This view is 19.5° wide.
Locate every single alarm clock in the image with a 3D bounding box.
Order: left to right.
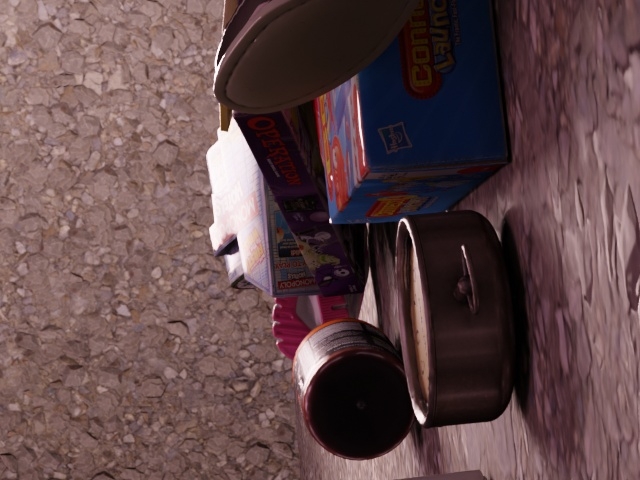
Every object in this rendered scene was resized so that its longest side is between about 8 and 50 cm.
[{"bbox_3d":[0.083,0.042,1.106,0.192,0.064,0.129,91,173,-76],"label":"alarm clock"}]

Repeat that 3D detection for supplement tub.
[{"bbox_3d":[0.028,0.132,1.736,0.198,0.106,0.106,-116,21,-80],"label":"supplement tub"}]

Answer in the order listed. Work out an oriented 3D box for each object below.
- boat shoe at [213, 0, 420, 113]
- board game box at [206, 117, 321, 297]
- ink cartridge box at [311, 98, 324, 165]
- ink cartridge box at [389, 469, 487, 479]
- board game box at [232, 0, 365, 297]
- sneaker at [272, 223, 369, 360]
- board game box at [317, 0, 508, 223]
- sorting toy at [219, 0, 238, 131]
[{"bbox_3d":[0.017,-0.157,1.022,0.227,0.081,0.069,-41,49,33],"label":"boat shoe"},{"bbox_3d":[-0.060,-0.023,1.858,0.194,0.060,0.194,-37,60,58],"label":"board game box"},{"bbox_3d":[0.025,-0.189,1.500,0.134,0.078,0.231,-99,4,-66],"label":"ink cartridge box"},{"bbox_3d":[0.028,0.243,1.260,0.082,0.190,0.140,88,175,-55],"label":"ink cartridge box"},{"bbox_3d":[-0.013,-0.115,1.683,0.347,0.056,0.208,64,-161,-60],"label":"board game box"},{"bbox_3d":[0.000,0.000,1.959,0.111,0.103,0.252,-17,-67,-79],"label":"sneaker"},{"bbox_3d":[0.043,-0.178,1.223,0.302,0.086,0.308,123,141,-83],"label":"board game box"},{"bbox_3d":[-0.056,-0.232,1.748,0.132,0.046,0.275,-71,-9,-54],"label":"sorting toy"}]
